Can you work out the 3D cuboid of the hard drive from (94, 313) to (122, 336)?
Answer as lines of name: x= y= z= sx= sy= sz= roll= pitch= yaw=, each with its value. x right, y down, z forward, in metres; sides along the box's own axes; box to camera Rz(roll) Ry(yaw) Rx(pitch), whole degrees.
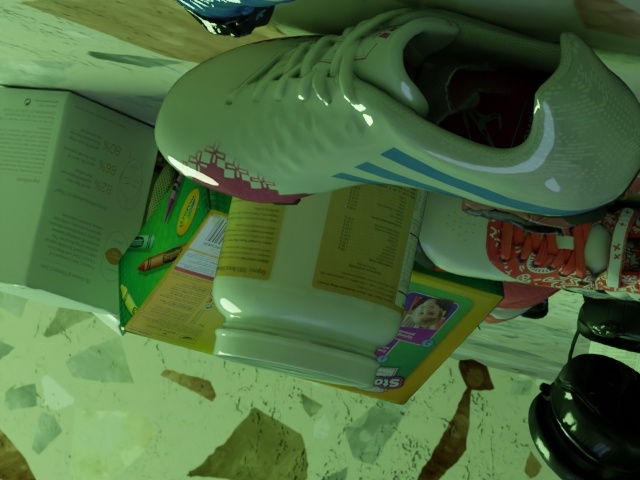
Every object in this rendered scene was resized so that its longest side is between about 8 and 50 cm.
hard drive: x=-0.306 y=-0.020 z=1.898 sx=0.307 sy=0.040 sz=0.203 roll=39 pitch=172 yaw=0

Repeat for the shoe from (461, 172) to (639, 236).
shoe: x=0.184 y=-0.039 z=1.291 sx=0.178 sy=0.081 sz=0.063 roll=11 pitch=173 yaw=6

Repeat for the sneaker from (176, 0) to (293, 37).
sneaker: x=-0.034 y=-0.137 z=0.964 sx=0.152 sy=0.058 sz=0.084 roll=12 pitch=169 yaw=40

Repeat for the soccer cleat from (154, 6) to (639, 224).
soccer cleat: x=0.029 y=-0.090 z=1.132 sx=0.331 sy=0.116 sz=0.143 roll=5 pitch=155 yaw=30

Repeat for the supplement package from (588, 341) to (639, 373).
supplement package: x=0.397 y=0.185 z=1.971 sx=0.199 sy=0.263 sz=0.198 roll=16 pitch=172 yaw=-28

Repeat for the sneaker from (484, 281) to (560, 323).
sneaker: x=0.101 y=-0.004 z=1.722 sx=0.313 sy=0.116 sz=0.136 roll=9 pitch=164 yaw=-32

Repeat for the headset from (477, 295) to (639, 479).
headset: x=0.263 y=0.114 z=1.826 sx=0.185 sy=0.243 sz=0.394 roll=16 pitch=-168 yaw=-24

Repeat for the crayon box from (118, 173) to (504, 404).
crayon box: x=-0.008 y=0.033 z=1.602 sx=0.278 sy=0.081 sz=0.165 roll=17 pitch=135 yaw=-25

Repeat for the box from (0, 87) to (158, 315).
box: x=-0.227 y=-0.033 z=1.668 sx=0.091 sy=0.171 sz=0.130 roll=7 pitch=171 yaw=35

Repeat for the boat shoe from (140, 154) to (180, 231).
boat shoe: x=-0.128 y=-0.020 z=1.833 sx=0.324 sy=0.123 sz=0.120 roll=10 pitch=167 yaw=18

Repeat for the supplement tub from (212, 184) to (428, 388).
supplement tub: x=0.000 y=0.000 z=1.429 sx=0.144 sy=0.200 sz=0.144 roll=12 pitch=173 yaw=1

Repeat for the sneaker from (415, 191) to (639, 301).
sneaker: x=0.197 y=-0.004 z=1.537 sx=0.145 sy=0.090 sz=0.270 roll=3 pitch=173 yaw=45
